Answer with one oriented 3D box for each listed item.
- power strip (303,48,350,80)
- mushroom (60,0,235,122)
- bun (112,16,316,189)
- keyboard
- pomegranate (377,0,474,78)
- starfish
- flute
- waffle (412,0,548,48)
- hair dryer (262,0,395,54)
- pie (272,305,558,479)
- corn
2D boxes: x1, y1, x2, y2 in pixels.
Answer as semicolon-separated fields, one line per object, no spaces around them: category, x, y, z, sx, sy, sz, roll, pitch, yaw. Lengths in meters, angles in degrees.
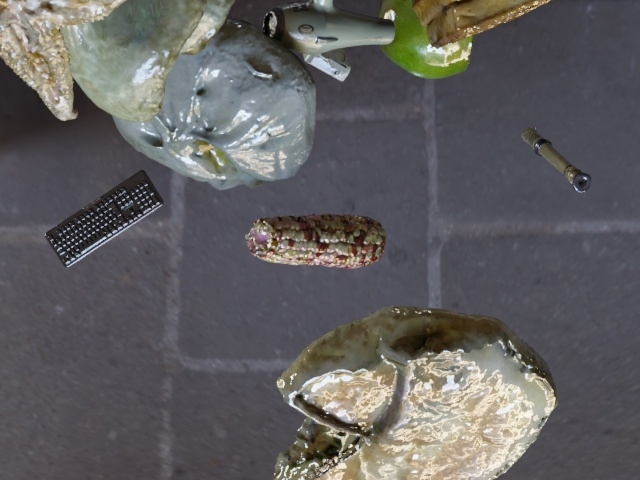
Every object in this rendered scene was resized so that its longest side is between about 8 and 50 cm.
power strip;0.004;-0.339;2.012;0.081;0.192;0.035;28;112;-21
mushroom;-0.214;-0.282;1.345;0.189;0.164;0.267;35;97;-8
bun;-0.177;-0.202;1.796;0.354;0.354;0.194;8;61;6
keyboard;-0.268;-0.027;1.410;0.155;0.010;0.053;-33;92;10
pomegranate;0.177;-0.402;2.011;0.159;0.190;0.241;0;57;-2
starfish;-0.251;-0.182;0.822;0.231;0.295;0.048;-4;59;-13
flute;0.309;-0.112;1.518;0.027;0.233;0.027;-3;111;-7
waffle;0.247;-0.344;1.567;0.212;0.308;0.091;-22;97;0
hair dryer;0.045;-0.377;1.795;0.225;0.219;0.088;-53;46;20
pie;0.092;0.193;1.209;0.337;0.338;0.075;-16;46;0
corn;0.000;0.000;1.873;0.092;0.280;0.092;-1;88;43
